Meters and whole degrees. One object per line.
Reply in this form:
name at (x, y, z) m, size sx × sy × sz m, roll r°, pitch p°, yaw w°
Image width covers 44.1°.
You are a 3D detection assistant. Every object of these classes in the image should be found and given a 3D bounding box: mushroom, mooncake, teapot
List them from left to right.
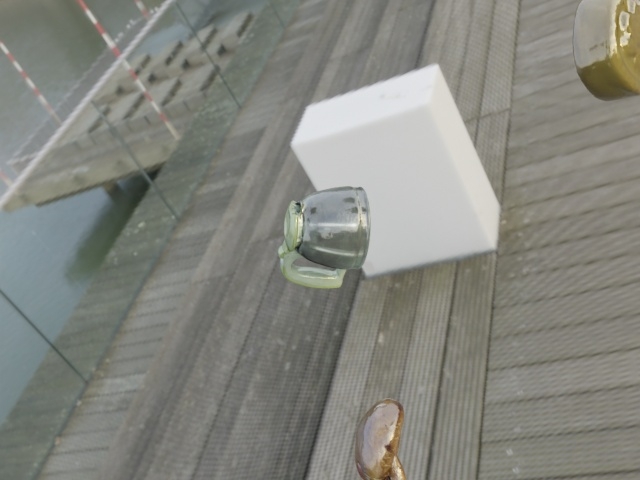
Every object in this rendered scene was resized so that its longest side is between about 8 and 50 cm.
teapot at (0.002, 0.001, 0.866) m, size 0.090 × 0.124 × 0.092 m, roll 2°, pitch 11°, yaw -12°
mushroom at (0.091, 0.327, 1.201) m, size 0.080 × 0.135 × 0.171 m, roll -2°, pitch 68°, yaw 9°
mooncake at (0.618, -0.407, 1.658) m, size 0.117 × 0.235 × 0.235 m, roll -6°, pitch 40°, yaw 39°
